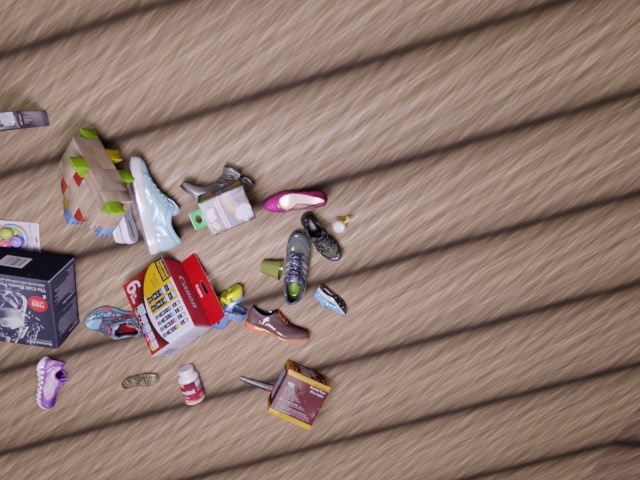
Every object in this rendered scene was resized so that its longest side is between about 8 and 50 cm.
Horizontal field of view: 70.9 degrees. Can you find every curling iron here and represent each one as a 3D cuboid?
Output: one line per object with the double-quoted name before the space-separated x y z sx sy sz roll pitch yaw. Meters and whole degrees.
"curling iron" -0.219 0.647 1.930 0.274 0.035 0.068 26 103 -8

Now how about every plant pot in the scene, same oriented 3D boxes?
"plant pot" -0.192 0.109 1.764 0.079 0.083 0.083 11 106 9

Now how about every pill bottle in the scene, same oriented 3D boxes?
"pill bottle" -0.546 0.603 1.888 0.086 0.086 0.152 -13 105 3

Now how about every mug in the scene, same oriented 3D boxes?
"mug" 0.075 -0.064 1.720 0.062 0.064 0.078 19 104 -5

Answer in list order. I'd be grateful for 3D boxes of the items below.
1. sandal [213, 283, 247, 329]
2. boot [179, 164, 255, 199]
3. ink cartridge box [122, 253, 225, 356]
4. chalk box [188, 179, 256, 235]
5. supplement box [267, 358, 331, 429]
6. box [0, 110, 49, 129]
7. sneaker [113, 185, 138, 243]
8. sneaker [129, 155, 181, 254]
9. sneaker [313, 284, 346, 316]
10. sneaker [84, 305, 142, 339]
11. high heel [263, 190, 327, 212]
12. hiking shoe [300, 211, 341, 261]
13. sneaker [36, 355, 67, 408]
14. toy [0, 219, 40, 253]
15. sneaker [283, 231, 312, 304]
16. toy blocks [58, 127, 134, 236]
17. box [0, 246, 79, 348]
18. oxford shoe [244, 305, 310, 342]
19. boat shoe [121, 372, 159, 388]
"sandal" -0.422 0.306 1.792 0.317 0.126 0.138 -28 108 8
"boot" -0.379 -0.211 1.674 0.246 0.083 0.161 23 100 -15
"ink cartridge box" -0.549 0.228 1.688 0.271 0.130 0.309 -36 69 8
"chalk box" -0.355 -0.109 1.594 0.213 0.132 0.132 -23 111 -6
"supplement box" -0.090 0.633 1.859 0.191 0.129 0.194 27 90 -8
"box" -1.099 -0.406 1.548 0.231 0.183 0.056 -6 107 2
"sneaker" -0.764 -0.107 1.683 0.091 0.094 0.258 -6 102 10
"sneaker" -0.610 -0.138 1.678 0.150 0.135 0.366 -15 103 -27
"sneaker" 0.039 0.251 1.820 0.162 0.063 0.073 42 119 -7
"sneaker" -0.818 0.332 1.788 0.261 0.125 0.104 3 105 -2
"high heel" -0.094 -0.138 1.669 0.244 0.117 0.082 -5 106 0
"hiking shoe" 0.000 0.000 1.710 0.086 0.114 0.227 -38 103 10
"sneaker" -1.116 0.599 1.881 0.104 0.095 0.237 5 105 -10
"toy" -1.212 -0.005 1.725 0.237 0.056 0.137 6 107 -2
"sneaker" -0.090 0.114 1.737 0.111 0.121 0.300 3 106 -2
"toy blocks" -0.807 -0.162 1.567 0.261 0.190 0.381 -44 70 29
"box" -1.129 0.214 1.698 0.343 0.179 0.313 9 117 -3
"oxford shoe" -0.166 0.339 1.816 0.271 0.097 0.098 16 99 -5
"boat shoe" -0.761 0.593 1.909 0.153 0.048 0.056 -12 93 -4
